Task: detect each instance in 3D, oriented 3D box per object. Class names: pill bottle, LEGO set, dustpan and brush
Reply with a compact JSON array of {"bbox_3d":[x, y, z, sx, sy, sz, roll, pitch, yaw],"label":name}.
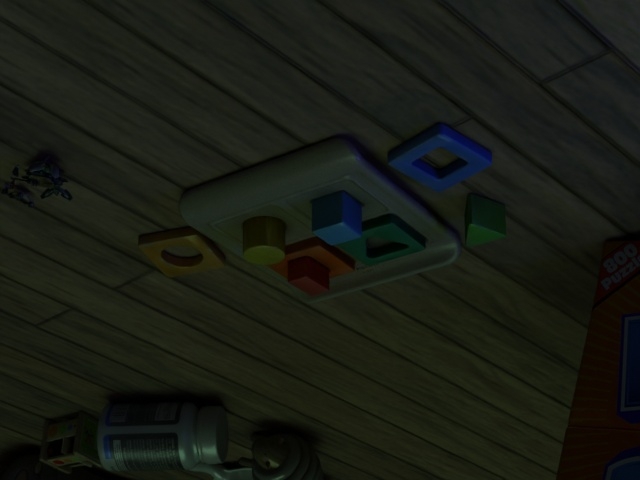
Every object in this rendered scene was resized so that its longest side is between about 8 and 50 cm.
[{"bbox_3d":[-0.178,0.223,1.482,0.137,0.078,0.078,-2,149,8],"label":"pill bottle"},{"bbox_3d":[-0.237,-0.052,1.093,0.083,0.023,0.054,-5,148,37],"label":"LEGO set"},{"bbox_3d":[-0.103,0.313,1.661,0.211,0.060,0.147,20,144,-39],"label":"dustpan and brush"}]

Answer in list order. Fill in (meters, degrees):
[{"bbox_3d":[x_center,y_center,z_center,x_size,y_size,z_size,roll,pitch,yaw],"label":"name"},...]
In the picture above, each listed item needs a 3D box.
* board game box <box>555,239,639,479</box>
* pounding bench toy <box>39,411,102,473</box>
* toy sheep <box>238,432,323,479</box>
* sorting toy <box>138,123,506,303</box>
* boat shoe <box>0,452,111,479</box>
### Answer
[{"bbox_3d":[0.445,0.228,1.105,0.356,0.356,0.356,-2,153,39],"label":"board game box"},{"bbox_3d":[-0.286,0.249,1.557,0.065,0.052,0.083,-16,144,28],"label":"pounding bench toy"},{"bbox_3d":[-0.041,0.274,1.554,0.091,0.091,0.132,-15,139,26],"label":"toy sheep"},{"bbox_3d":[0.000,0.000,1.132,0.348,0.047,0.196,-17,144,30],"label":"sorting toy"},{"bbox_3d":[-0.297,0.379,1.727,0.130,0.132,0.355,-15,137,43],"label":"boat shoe"}]
